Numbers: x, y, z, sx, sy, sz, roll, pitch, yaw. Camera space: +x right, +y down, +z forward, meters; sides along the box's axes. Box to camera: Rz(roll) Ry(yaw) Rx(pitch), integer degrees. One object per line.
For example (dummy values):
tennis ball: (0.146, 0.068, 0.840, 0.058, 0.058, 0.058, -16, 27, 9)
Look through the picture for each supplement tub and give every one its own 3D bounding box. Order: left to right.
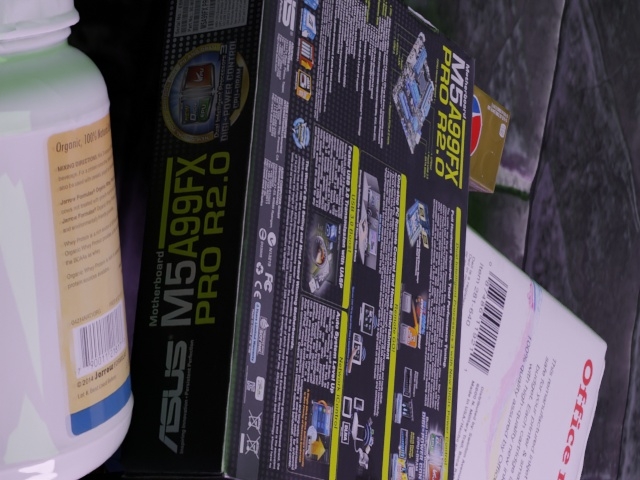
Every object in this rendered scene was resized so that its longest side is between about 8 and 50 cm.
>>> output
supplement tub: (-0.154, -0.005, 0.650, 0.144, 0.144, 0.199, -22, 113, -53)

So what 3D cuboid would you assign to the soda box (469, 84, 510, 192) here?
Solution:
soda box: (0.056, -0.085, 1.033, 0.181, 0.058, 0.061, 25, 74, -55)

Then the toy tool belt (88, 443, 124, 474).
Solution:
toy tool belt: (-0.091, 0.103, 0.847, 0.083, 0.052, 0.051, -56, 139, -16)

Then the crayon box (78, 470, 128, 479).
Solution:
crayon box: (-0.064, 0.294, 0.759, 0.083, 0.203, 0.323, -1, 102, -29)

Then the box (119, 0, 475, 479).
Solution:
box: (0.000, 0.000, 0.798, 0.216, 0.060, 0.270, 25, 65, -56)

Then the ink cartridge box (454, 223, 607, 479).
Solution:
ink cartridge box: (0.067, 0.111, 1.029, 0.278, 0.117, 0.201, 35, 67, -53)
